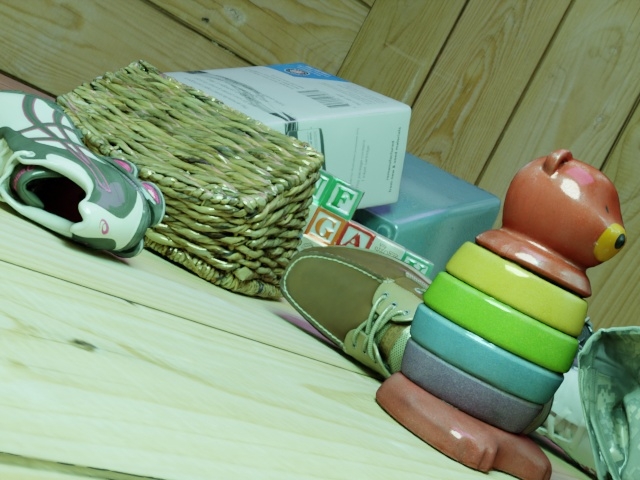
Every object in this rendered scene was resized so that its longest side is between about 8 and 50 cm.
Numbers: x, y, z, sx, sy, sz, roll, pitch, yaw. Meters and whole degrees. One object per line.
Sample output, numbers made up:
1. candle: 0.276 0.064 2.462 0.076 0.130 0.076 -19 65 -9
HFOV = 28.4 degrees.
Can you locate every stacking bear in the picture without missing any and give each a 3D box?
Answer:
1. stacking bear: 0.185 0.057 1.178 0.164 0.289 0.175 30 4 41

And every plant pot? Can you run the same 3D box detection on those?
1. plant pot: 0.107 -0.001 2.114 0.247 0.247 0.252 29 20 27

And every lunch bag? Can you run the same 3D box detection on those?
1. lunch bag: 0.365 0.206 1.145 0.287 0.169 0.235 45 10 34

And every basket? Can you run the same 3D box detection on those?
1. basket: -0.180 -0.038 1.501 0.299 0.223 0.213 28 36 16

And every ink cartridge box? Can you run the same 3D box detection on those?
1. ink cartridge box: -0.109 -0.149 1.902 0.395 0.166 0.285 -10 26 -37

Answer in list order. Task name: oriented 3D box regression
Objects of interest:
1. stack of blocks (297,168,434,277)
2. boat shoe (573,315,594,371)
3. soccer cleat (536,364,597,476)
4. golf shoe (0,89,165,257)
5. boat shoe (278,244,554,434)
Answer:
1. stack of blocks: 0.000 0.000 1.674 0.297 0.171 0.087 28 3 3
2. boat shoe: 0.335 0.140 1.811 0.335 0.119 0.121 28 2 32
3. soccer cleat: 0.267 0.197 1.483 0.143 0.116 0.331 6 10 -21
4. golf shoe: -0.279 -0.078 1.230 0.273 0.105 0.120 28 10 22
5. boat shoe: 0.098 0.100 1.348 0.324 0.122 0.120 28 6 19
